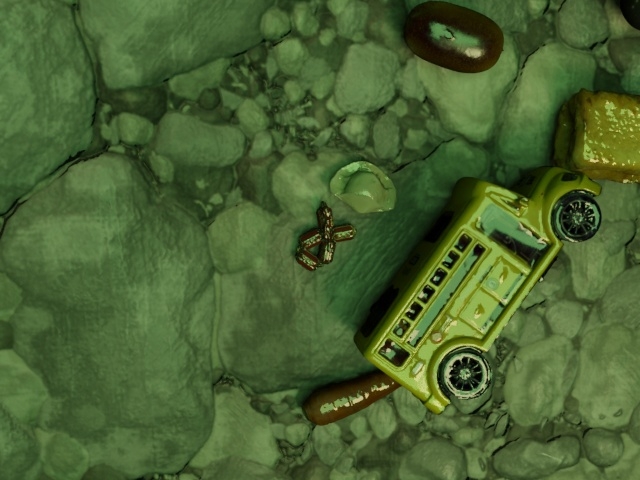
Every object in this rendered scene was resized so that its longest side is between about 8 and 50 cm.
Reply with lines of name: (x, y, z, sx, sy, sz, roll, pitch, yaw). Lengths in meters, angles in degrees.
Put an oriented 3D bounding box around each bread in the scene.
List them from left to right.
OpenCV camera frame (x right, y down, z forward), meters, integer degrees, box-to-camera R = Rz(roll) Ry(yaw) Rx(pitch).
bread: (0.403, -0.127, 0.901, 0.210, 0.083, 0.114, 6, 94, -6)

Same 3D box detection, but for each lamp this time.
lamp: (0.000, 0.000, 0.917, 0.063, 0.031, 0.083, 40, 99, -9)

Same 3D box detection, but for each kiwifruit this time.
kiwifruit: (0.162, -0.246, 0.867, 0.124, 0.075, 0.075, 14, 98, -2)

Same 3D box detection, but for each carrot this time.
carrot: (0.077, 0.190, 0.951, 0.216, 0.048, 0.048, -23, 101, -5)

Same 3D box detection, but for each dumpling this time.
dumpling: (0.055, -0.066, 0.908, 0.076, 0.057, 0.052, 1, 139, 20)

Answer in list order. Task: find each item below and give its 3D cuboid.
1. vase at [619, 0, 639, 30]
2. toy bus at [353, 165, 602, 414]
vase: (0.383, -0.335, 0.857, 0.183, 0.120, 0.120, 41, 94, 4)
toy bus: (0.187, 0.036, 0.869, 0.151, 0.145, 0.331, 35, 90, -5)
